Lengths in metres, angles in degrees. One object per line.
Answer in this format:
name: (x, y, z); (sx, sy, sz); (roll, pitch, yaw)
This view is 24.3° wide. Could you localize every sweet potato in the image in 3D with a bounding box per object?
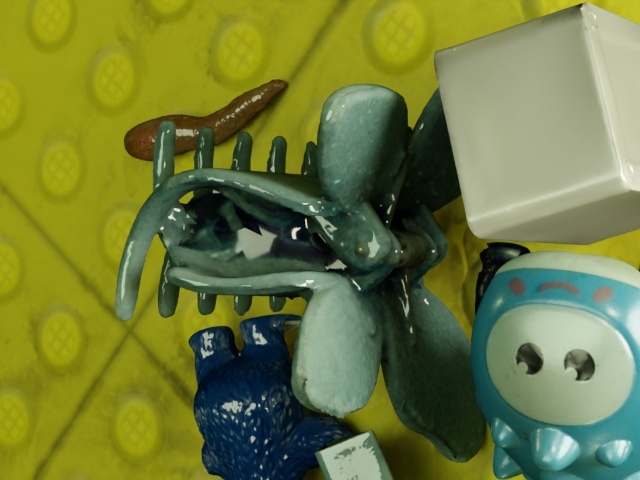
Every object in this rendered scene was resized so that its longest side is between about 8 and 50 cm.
sweet potato: (-0.128, -0.125, 1.606); (0.214, 0.050, 0.050); (-15, 80, 29)

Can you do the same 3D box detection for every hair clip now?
hair clip: (0.000, 0.000, 1.353); (0.238, 0.318, 0.392); (9, 95, 34)

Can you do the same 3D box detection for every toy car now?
toy car: (0.217, 0.124, 1.237); (0.188, 0.255, 0.190); (8, 57, 22)

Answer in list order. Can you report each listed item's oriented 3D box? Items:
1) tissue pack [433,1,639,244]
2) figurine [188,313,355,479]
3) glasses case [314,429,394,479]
tissue pack: (0.224, -0.090, 1.247); (0.136, 0.246, 0.159); (-17, 79, 31)
figurine: (-0.059, 0.202, 1.503); (0.164, 0.120, 0.262); (-34, 73, 25)
glasses case: (0.065, 0.313, 1.400); (0.266, 0.056, 0.105); (67, 164, 4)
